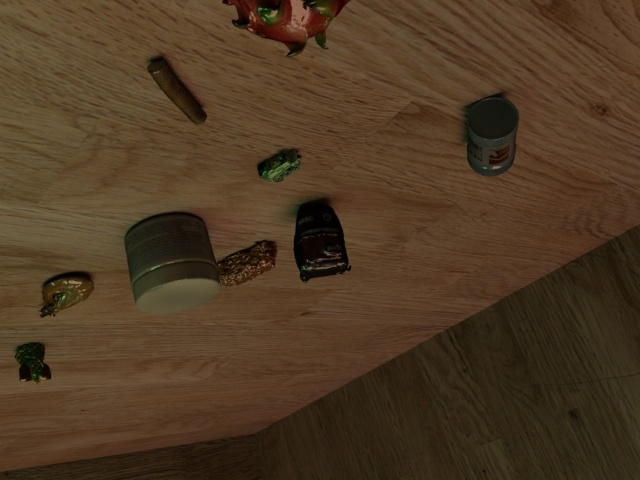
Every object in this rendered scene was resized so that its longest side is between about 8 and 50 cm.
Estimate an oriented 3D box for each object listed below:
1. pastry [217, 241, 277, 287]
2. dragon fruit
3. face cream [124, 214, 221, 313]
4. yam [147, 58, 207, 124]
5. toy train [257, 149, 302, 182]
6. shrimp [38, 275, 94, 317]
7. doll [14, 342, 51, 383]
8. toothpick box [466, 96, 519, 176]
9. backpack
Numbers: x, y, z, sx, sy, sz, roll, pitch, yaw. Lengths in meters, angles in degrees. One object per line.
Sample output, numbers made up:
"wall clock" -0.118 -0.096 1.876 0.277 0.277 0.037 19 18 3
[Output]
"pastry" -0.175 0.064 1.550 0.170 0.063 0.087 -25 152 16
"dragon fruit" -0.015 -0.313 0.806 0.236 0.135 0.137 -20 157 -44
"face cream" -0.306 0.049 1.321 0.178 0.152 0.177 -14 156 -6
"yam" -0.215 -0.222 0.963 0.032 0.032 0.145 -22 155 8
"toy train" -0.077 -0.143 1.222 0.083 0.033 0.053 -31 149 25
"shrimp" -0.580 0.127 1.421 0.180 0.041 0.099 -32 151 29
"doll" -0.732 0.311 1.631 0.078 0.113 0.076 6 110 -41
"toothpick box" 0.350 -0.209 1.304 0.101 0.101 0.153 -21 155 5
"backpack" -0.004 -0.001 1.406 0.120 0.165 0.106 -12 162 -6
